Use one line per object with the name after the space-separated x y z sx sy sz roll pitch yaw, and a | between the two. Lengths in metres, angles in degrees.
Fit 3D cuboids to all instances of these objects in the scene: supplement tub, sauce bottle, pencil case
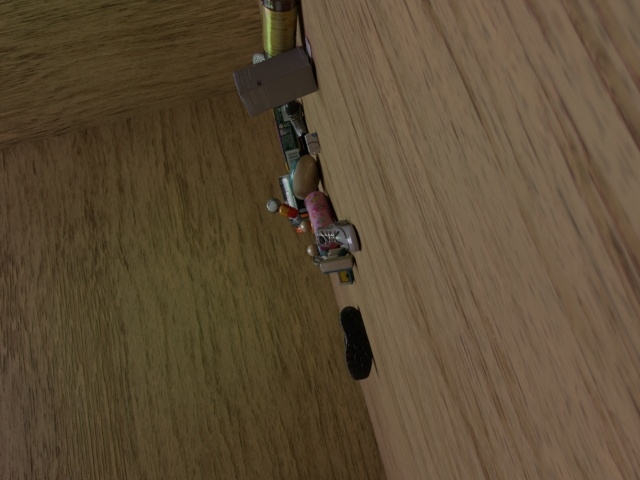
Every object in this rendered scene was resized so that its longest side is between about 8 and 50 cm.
-0.104 -0.228 2.340 0.207 0.206 0.339 -121 15 -79 | supplement tub
-0.132 -0.638 1.294 0.344 0.111 0.112 103 153 -64 | sauce bottle
0.007 -0.089 1.789 0.124 0.124 0.284 78 176 -50 | pencil case

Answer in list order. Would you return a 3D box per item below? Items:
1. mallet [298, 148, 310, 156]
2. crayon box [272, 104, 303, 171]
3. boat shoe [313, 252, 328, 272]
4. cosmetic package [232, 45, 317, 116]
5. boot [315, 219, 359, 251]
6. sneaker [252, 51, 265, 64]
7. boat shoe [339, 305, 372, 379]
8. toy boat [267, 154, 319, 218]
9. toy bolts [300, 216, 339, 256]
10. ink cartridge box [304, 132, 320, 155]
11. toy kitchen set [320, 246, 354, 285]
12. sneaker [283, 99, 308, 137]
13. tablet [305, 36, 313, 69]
-0.077 -0.492 2.238 0.190 0.062 0.039 -70 -33 -69 | mallet
-0.168 -0.587 2.390 0.313 0.105 0.364 -58 -45 -82 | crayon box
0.030 0.096 2.478 0.355 0.132 0.131 -145 49 -72 | boat shoe
-0.140 -0.501 1.273 0.107 0.237 0.127 61 -173 -55 | cosmetic package
0.051 -0.006 1.367 0.258 0.123 0.095 -121 16 -79 | boot
-0.122 -0.652 1.522 0.321 0.127 0.126 41 146 36 | sneaker
0.164 0.462 1.842 0.120 0.122 0.325 64 -162 -78 | boat shoe
-0.121 -0.254 1.892 0.319 0.148 0.268 -62 -15 -19 | toy boat
0.000 0.000 2.000 0.218 0.158 0.229 78 176 -46 | toy bolts
-0.030 -0.393 1.649 0.028 0.048 0.084 -119 13 -78 | ink cartridge box
0.097 0.125 1.612 0.207 0.122 0.166 -52 -51 -68 | toy kitchen set
-0.104 -0.571 1.942 0.229 0.086 0.132 45 -157 -75 | sneaker
-0.034 -0.572 1.236 0.083 0.006 0.054 79 175 -58 | tablet
